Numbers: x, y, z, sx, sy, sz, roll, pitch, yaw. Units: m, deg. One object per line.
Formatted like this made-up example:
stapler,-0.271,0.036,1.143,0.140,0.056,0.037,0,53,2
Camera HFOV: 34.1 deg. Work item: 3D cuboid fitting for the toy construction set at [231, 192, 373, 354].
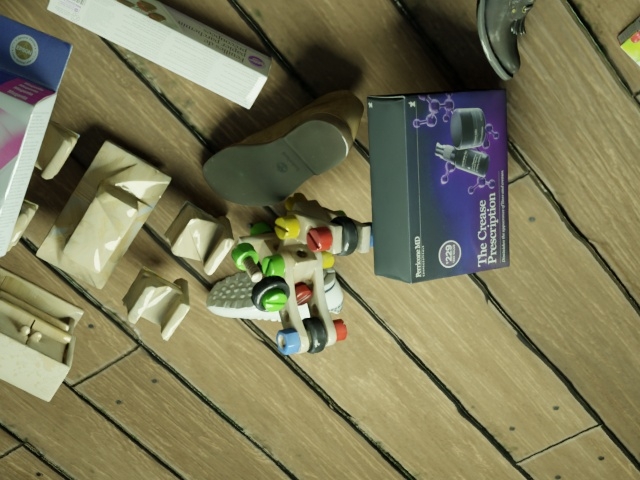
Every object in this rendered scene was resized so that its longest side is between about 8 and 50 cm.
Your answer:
toy construction set,0.000,0.000,1.635,0.308,0.237,0.257,-25,137,-12

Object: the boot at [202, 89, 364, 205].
boot,-0.054,-0.139,1.589,0.305,0.115,0.112,-19,119,40

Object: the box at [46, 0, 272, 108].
box,-0.229,-0.297,1.503,0.324,0.063,0.067,24,126,-13

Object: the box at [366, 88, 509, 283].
box,0.171,-0.083,1.499,0.184,0.103,0.261,-8,101,-27

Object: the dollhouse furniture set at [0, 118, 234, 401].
dollhouse furniture set,-0.398,0.020,1.697,0.362,0.256,0.394,31,101,-18

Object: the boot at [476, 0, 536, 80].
boot,0.317,-0.354,1.406,0.229,0.091,0.263,-11,123,13

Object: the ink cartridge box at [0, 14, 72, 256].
ink cartridge box,-0.554,-0.182,1.479,0.324,0.071,0.330,22,102,8

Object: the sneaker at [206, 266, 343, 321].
sneaker,-0.079,0.105,1.778,0.235,0.090,0.095,-7,136,12

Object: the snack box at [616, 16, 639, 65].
snack box,0.508,-0.272,1.484,0.141,0.037,0.100,37,121,-21
